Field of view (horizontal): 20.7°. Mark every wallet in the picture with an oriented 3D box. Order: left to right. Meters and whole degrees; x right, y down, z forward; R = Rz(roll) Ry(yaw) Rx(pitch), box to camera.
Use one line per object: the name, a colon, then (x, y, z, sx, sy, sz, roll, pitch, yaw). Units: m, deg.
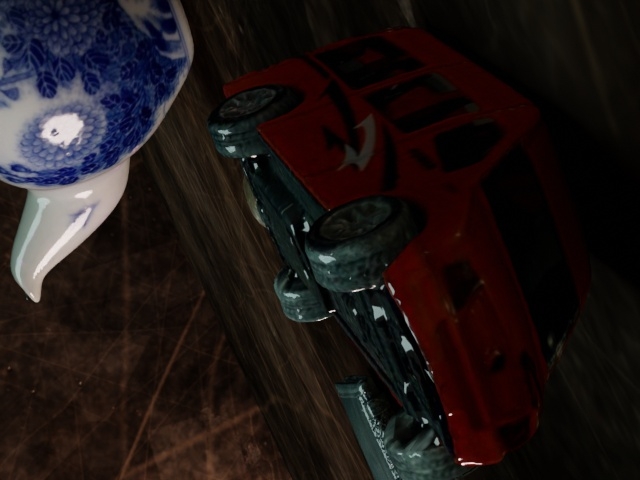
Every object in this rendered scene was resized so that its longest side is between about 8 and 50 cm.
wallet: (0.050, 0.148, 1.156, 0.129, 0.026, 0.088, 66, 169, 0)

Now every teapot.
teapot: (-0.250, -0.151, 1.309, 0.252, 0.280, 0.424, -134, 21, -64)

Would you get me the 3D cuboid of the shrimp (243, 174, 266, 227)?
shrimp: (0.000, 0.000, 0.958, 0.126, 0.047, 0.223, 58, 178, 1)

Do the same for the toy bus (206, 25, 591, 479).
toy bus: (0.030, -0.005, 0.547, 0.195, 0.089, 0.081, -129, 15, -65)
